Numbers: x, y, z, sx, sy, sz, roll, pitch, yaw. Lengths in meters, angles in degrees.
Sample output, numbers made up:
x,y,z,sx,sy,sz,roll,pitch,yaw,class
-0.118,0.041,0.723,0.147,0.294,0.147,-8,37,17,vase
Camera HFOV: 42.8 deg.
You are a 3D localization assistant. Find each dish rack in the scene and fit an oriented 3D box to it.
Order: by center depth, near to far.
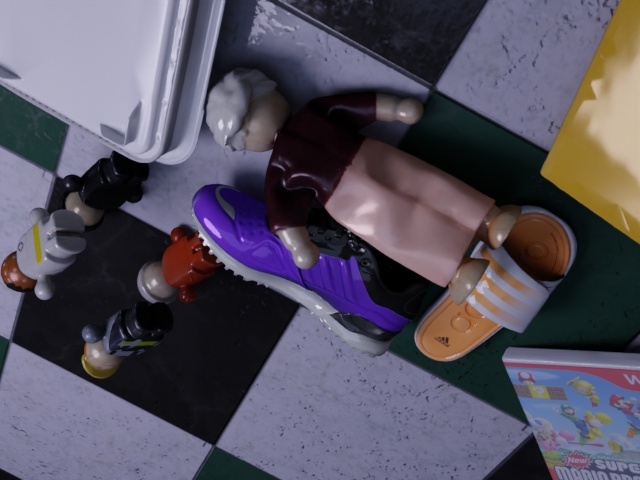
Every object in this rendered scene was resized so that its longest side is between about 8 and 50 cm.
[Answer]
x,y,z,sx,sy,sz,roll,pitch,yaw,class
-0.235,-0.245,0.806,0.285,0.072,0.333,30,128,13,dish rack

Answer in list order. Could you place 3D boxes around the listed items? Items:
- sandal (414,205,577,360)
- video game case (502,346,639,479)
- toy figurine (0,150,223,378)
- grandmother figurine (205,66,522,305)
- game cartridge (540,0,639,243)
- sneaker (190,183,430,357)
x,y,z,sx,sy,sz,roll,pitch,yaw,class
0.194,0.076,0.929,0.102,0.076,0.265,29,128,-4,sandal
0.359,0.246,0.999,0.204,0.025,0.285,-3,125,40,video game case
-0.245,0.027,0.955,0.213,0.209,0.148,46,131,-16,toy figurine
0.024,-0.066,0.845,0.342,0.208,0.104,33,164,6,grandmother figurine
0.359,-0.113,0.668,0.285,0.052,0.324,42,133,29,game cartridge
0.000,0.000,0.933,0.293,0.102,0.146,34,121,-12,sneaker
